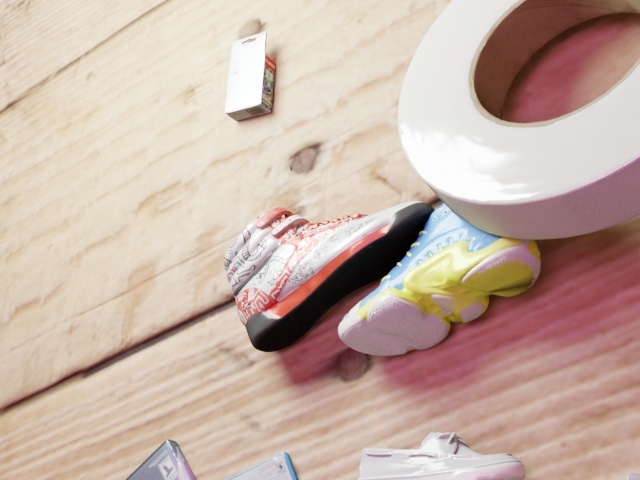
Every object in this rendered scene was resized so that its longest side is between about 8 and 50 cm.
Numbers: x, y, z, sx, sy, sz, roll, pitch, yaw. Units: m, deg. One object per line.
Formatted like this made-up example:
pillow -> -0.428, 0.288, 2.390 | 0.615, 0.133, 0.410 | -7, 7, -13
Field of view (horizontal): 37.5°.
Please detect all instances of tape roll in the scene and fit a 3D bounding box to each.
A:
tape roll -> 0.258, -0.180, 0.963 | 0.392, 0.072, 0.392 | -25, 44, 26

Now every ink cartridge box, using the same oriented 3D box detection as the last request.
ink cartridge box -> -0.095, -0.227, 1.303 | 0.063, 0.029, 0.115 | -9, 65, 31

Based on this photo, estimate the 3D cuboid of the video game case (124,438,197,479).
video game case -> -0.185, 0.403, 1.110 | 0.196, 0.026, 0.274 | -45, 53, 10

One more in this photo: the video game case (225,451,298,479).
video game case -> -0.062, 0.333, 1.045 | 0.119, 0.015, 0.166 | -27, 57, 4

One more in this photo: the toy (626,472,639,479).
toy -> 0.308, 0.324, 0.771 | 0.136, 0.056, 0.237 | 11, 56, 4

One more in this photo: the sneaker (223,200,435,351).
sneaker -> -0.001, 0.000, 1.110 | 0.270, 0.090, 0.145 | -38, 57, 18

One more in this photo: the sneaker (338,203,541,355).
sneaker -> 0.125, 0.036, 1.030 | 0.240, 0.091, 0.126 | -25, 41, 23

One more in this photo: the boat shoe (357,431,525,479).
boat shoe -> 0.119, 0.226, 0.962 | 0.184, 0.066, 0.063 | -19, 62, 37
